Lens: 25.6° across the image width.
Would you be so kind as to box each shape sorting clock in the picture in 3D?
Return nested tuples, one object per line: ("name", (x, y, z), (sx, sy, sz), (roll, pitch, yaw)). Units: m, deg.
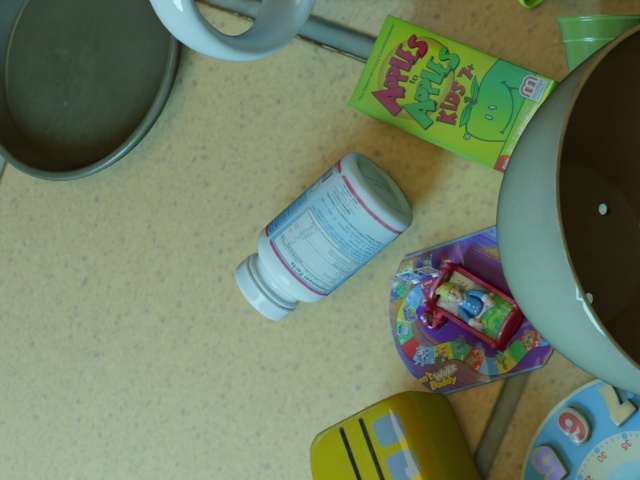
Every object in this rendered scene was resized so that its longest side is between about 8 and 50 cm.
("shape sorting clock", (0.254, 0.208, 1.136), (0.206, 0.040, 0.206), (-5, 80, 29))

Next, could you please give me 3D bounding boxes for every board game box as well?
("board game box", (0.129, 0.059, 1.236), (0.168, 0.033, 0.133), (-19, 73, 27))
("board game box", (0.122, -0.127, 1.261), (0.181, 0.043, 0.092), (27, 97, 30))

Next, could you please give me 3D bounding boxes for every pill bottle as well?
("pill bottle", (0.000, 0.000, 1.288), (0.160, 0.087, 0.087), (-41, 65, 20))

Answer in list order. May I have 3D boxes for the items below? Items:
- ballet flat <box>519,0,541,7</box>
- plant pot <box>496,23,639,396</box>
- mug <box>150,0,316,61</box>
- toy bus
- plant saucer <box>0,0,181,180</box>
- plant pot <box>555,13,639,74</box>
("ballet flat", (0.236, -0.244, 1.164), (0.231, 0.077, 0.077), (-11, 86, 57))
("plant pot", (0.243, -0.008, 1.069), (0.191, 0.284, 0.284), (160, 111, -63))
("mug", (-0.043, -0.339, 1.223), (0.276, 0.328, 0.374), (18, 92, 31))
("toy bus", (0.099, 0.303, 1.175), (0.130, 0.108, 0.333), (-30, 68, 22))
("plant saucer", (-0.255, -0.198, 1.494), (0.277, 0.041, 0.278), (-5, 81, 29))
("plant pot", (0.239, -0.148, 1.184), (0.083, 0.083, 0.079), (3, 97, 31))
